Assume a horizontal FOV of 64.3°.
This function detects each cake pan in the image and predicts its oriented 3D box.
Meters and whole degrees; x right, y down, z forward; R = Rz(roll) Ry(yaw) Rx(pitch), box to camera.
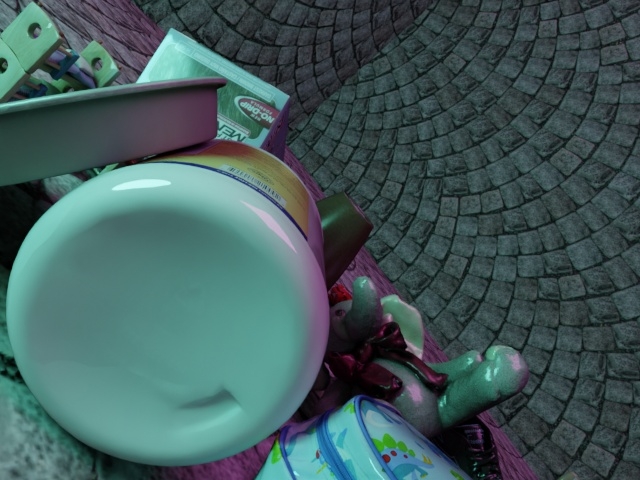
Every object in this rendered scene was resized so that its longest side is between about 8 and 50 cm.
[{"bbox_3d":[-0.225,-0.097,0.470,0.293,0.293,0.054,-95,174,-74],"label":"cake pan"}]

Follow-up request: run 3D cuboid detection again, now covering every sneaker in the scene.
[{"bbox_3d":[0.052,0.166,1.277,0.128,0.087,0.221,45,-5,24],"label":"sneaker"},{"bbox_3d":[0.216,0.339,0.744,0.101,0.106,0.267,-1,37,-19],"label":"sneaker"}]

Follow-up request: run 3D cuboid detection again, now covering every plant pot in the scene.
[{"bbox_3d":[0.000,0.000,1.166,0.215,0.230,0.215,47,10,-11],"label":"plant pot"}]

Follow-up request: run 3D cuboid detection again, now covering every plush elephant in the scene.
[{"bbox_3d":[0.079,0.175,0.744,0.256,0.271,0.330,64,-24,25],"label":"plush elephant"}]

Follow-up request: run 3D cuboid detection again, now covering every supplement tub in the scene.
[{"bbox_3d":[-0.114,0.025,0.516,0.241,0.241,0.331,48,9,-12],"label":"supplement tub"}]

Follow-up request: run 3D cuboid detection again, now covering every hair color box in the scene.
[{"bbox_3d":[-0.160,-0.168,0.844,0.185,0.114,0.374,29,-8,-2],"label":"hair color box"}]

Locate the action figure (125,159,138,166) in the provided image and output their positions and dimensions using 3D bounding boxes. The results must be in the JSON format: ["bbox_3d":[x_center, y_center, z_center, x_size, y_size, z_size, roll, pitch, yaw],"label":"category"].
[{"bbox_3d":[-0.192,-0.074,0.762,0.139,0.091,0.280,-81,160,-44],"label":"action figure"}]

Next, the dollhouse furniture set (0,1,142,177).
[{"bbox_3d":[-0.328,-0.185,0.682,0.184,0.129,0.129,51,10,9],"label":"dollhouse furniture set"}]

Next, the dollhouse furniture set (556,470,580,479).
[{"bbox_3d":[0.325,0.467,0.681,0.198,0.286,0.303,50,-2,2],"label":"dollhouse furniture set"}]

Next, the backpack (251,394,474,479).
[{"bbox_3d":[0.075,0.286,0.359,0.355,0.274,0.290,18,-10,39],"label":"backpack"}]
